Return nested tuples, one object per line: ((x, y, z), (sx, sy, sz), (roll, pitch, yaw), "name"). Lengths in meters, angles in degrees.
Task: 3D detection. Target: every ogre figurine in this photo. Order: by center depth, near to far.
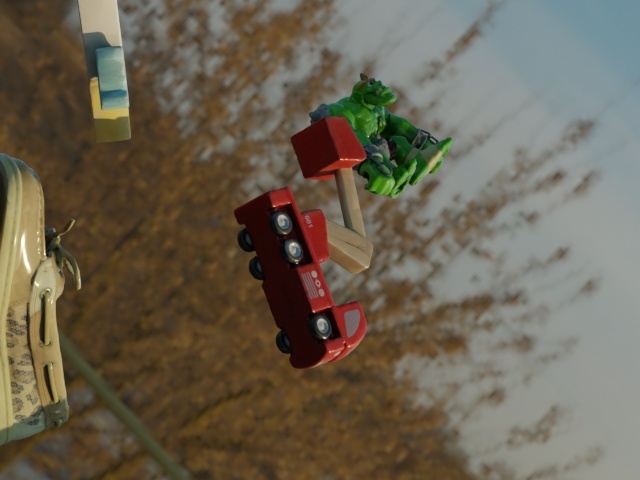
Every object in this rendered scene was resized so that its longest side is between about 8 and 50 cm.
((0.056, -0.102, 1.609), (0.118, 0.197, 0.097), (41, -48, 9), "ogre figurine")

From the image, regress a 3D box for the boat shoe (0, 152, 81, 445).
((-0.247, 0.048, 1.294), (0.104, 0.089, 0.285), (57, -34, 42), "boat shoe")

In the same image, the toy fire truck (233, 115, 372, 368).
((0.000, 0.000, 1.270), (0.135, 0.047, 0.192), (-14, 80, -48), "toy fire truck")

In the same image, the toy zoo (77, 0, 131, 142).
((-0.177, -0.213, 1.219), (0.192, 0.030, 0.293), (93, -12, -55), "toy zoo")
